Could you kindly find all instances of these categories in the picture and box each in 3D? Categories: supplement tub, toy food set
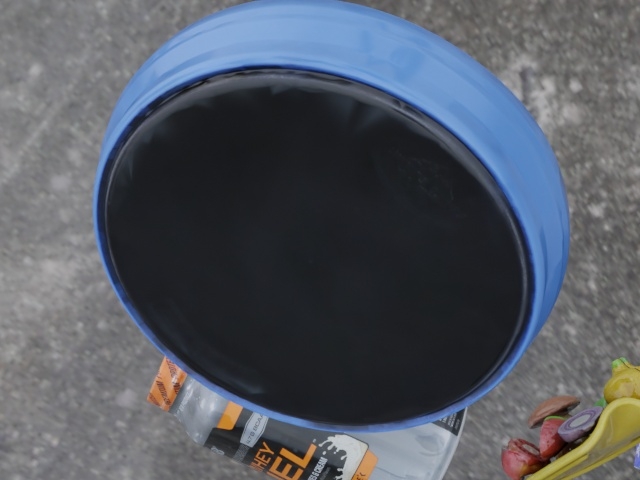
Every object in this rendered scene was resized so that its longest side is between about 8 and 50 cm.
[{"bbox_3d":[-0.014,0.168,1.456,0.316,0.193,0.193,24,75,-2],"label":"supplement tub"},{"bbox_3d":[0.217,0.161,1.159,0.218,0.128,0.071,-45,64,45],"label":"toy food set"}]

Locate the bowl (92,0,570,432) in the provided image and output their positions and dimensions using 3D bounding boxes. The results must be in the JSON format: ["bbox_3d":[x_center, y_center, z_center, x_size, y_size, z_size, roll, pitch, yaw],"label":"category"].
[{"bbox_3d":[0.000,0.000,1.074,0.391,0.391,0.077,-9,33,24],"label":"bowl"}]

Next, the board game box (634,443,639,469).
[{"bbox_3d":[0.447,0.106,1.403,0.141,0.291,0.232,13,64,2],"label":"board game box"}]
